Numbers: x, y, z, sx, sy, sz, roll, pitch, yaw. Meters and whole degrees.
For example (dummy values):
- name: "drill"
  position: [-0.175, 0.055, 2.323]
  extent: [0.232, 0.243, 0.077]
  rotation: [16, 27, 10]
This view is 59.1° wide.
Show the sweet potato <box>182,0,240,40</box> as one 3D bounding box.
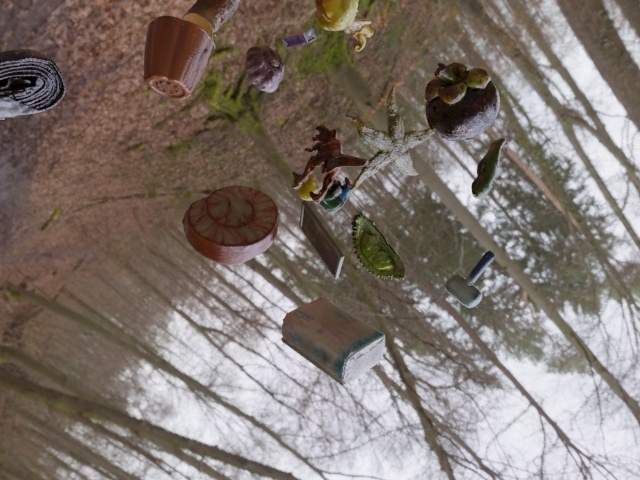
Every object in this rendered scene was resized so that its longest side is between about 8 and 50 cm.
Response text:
- name: "sweet potato"
  position: [-0.324, -0.815, 1.881]
  extent: [0.131, 0.131, 0.336]
  rotation: [0, -124, 59]

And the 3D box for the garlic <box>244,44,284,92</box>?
- name: "garlic"
  position: [-0.186, -0.585, 1.903]
  extent: [0.147, 0.159, 0.102]
  rotation: [-7, 178, -41]

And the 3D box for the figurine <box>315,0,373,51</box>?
- name: "figurine"
  position: [0.071, -0.691, 1.750]
  extent: [0.156, 0.247, 0.131]
  rotation: [-17, -113, 39]

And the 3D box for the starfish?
- name: "starfish"
  position: [0.236, -0.314, 1.772]
  extent: [0.358, 0.346, 0.078]
  rotation: [-25, -143, -18]

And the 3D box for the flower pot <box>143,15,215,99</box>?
- name: "flower pot"
  position: [-0.410, -0.501, 1.587]
  extent: [0.191, 0.191, 0.173]
  rotation: [-6, -112, 56]

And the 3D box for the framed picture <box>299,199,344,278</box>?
- name: "framed picture"
  position: [0.000, 0.000, 2.290]
  extent: [0.020, 0.289, 0.211]
  rotation: [-28, 158, -18]

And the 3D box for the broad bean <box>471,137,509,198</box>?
- name: "broad bean"
  position: [0.553, -0.238, 1.820]
  extent: [0.056, 0.098, 0.318]
  rotation: [-8, -149, 46]

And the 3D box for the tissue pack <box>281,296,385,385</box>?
- name: "tissue pack"
  position: [0.038, 0.298, 1.720]
  extent: [0.271, 0.124, 0.202]
  rotation: [27, -151, 35]

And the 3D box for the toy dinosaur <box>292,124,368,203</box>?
- name: "toy dinosaur"
  position: [0.021, -0.208, 1.630]
  extent: [0.208, 0.097, 0.432]
  rotation: [-51, -149, 14]

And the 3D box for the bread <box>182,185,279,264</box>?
- name: "bread"
  position: [-0.304, -0.058, 1.999]
  extent: [0.328, 0.114, 0.295]
  rotation: [-27, -123, -31]

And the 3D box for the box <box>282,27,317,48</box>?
- name: "box"
  position: [-0.067, -0.648, 1.813]
  extent: [0.051, 0.036, 0.117]
  rotation: [-38, -151, -26]

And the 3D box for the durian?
- name: "durian"
  position: [0.244, 0.029, 2.360]
  extent: [0.158, 0.351, 0.169]
  rotation: [-20, 159, -41]

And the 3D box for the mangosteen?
- name: "mangosteen"
  position: [0.356, -0.367, 1.461]
  extent: [0.192, 0.217, 0.192]
  rotation: [-18, -128, 25]

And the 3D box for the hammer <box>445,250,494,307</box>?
- name: "hammer"
  position: [0.472, 0.109, 1.726]
  extent: [0.070, 0.116, 0.193]
  rotation: [-17, 143, -54]

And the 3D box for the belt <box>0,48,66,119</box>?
- name: "belt"
  position: [-0.932, -0.472, 1.700]
  extent: [0.289, 0.184, 0.164]
  rotation: [-21, -141, -28]

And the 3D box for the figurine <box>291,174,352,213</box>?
- name: "figurine"
  position: [0.009, -0.229, 2.388]
  extent: [0.185, 0.234, 0.127]
  rotation: [-47, -162, 23]
